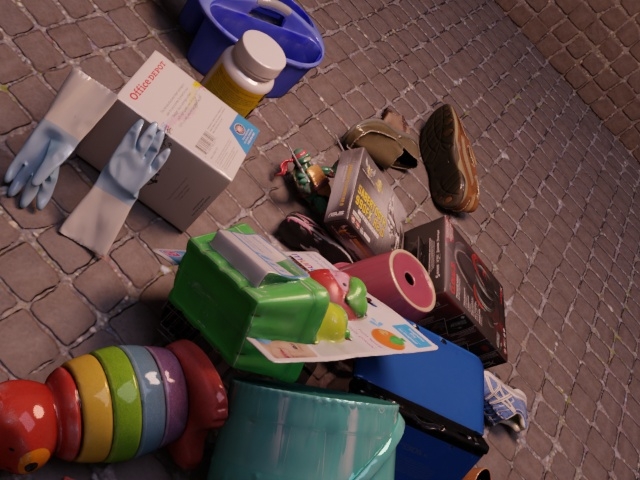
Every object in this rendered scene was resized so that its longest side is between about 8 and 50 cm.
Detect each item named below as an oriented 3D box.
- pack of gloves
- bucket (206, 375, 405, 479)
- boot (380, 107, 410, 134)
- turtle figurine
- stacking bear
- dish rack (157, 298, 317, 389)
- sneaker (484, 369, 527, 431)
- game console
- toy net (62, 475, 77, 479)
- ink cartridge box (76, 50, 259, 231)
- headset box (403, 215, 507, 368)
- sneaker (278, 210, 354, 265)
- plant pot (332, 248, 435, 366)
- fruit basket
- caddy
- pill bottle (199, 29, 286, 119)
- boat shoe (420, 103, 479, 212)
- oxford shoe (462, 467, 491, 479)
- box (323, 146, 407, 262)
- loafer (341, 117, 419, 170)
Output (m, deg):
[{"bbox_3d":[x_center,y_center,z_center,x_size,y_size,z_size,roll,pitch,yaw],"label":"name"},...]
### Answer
[{"bbox_3d":[-0.360,-0.118,1.168,0.195,0.232,0.046,33,0,-11],"label":"pack of gloves"},{"bbox_3d":[-0.020,0.297,1.043,0.281,0.281,0.183,15,81,-35],"label":"bucket"},{"bbox_3d":[0.195,-0.298,1.976,0.087,0.042,0.118,41,39,-14],"label":"boot"},{"bbox_3d":[0.004,-0.121,1.585,0.175,0.118,0.234,-39,104,-37],"label":"turtle figurine"},{"bbox_3d":[-0.297,0.223,0.984,0.289,0.175,0.164,-3,49,-36],"label":"stacking bear"},{"bbox_3d":[-0.138,0.177,1.238,0.271,0.074,0.208,44,37,-3],"label":"dish rack"},{"bbox_3d":[0.359,0.332,1.573,0.211,0.080,0.081,25,41,-26],"label":"sneaker"},{"bbox_3d":[0.134,0.292,1.313,0.293,0.250,0.173,29,18,-23],"label":"game console"},{"bbox_3d":[-0.358,0.323,0.923,0.232,0.045,0.122,33,41,-19],"label":"toy net"},{"bbox_3d":[-0.264,-0.172,1.326,0.233,0.168,0.171,38,40,-14],"label":"ink cartridge box"},{"bbox_3d":[0.276,0.109,1.597,0.293,0.110,0.218,46,35,-31],"label":"headset box"},{"bbox_3d":[0.000,0.000,1.520,0.178,0.072,0.077,43,28,-16],"label":"sneaker"},{"bbox_3d":[0.105,0.113,1.413,0.201,0.180,0.201,32,40,-32],"label":"plant pot"},{"bbox_3d":[-0.032,0.079,1.163,0.353,0.165,0.327,-3,30,-41],"label":"fruit basket"},{"bbox_3d":[-0.146,-0.468,1.680,0.341,0.179,0.241,8,53,-40],"label":"caddy"},{"bbox_3d":[-0.167,-0.310,1.503,0.119,0.208,0.119,25,45,-27],"label":"pill bottle"},{"bbox_3d":[0.349,-0.207,1.999,0.120,0.123,0.324,24,52,-36],"label":"boat shoe"},{"bbox_3d":[0.271,0.499,1.355,0.076,0.076,0.212,35,42,-20],"label":"oxford shoe"},{"bbox_3d":[0.099,-0.048,1.560,0.231,0.056,0.183,51,43,-43],"label":"box"},{"bbox_3d":[0.159,-0.227,1.838,0.251,0.094,0.087,6,51,-41],"label":"loafer"}]
